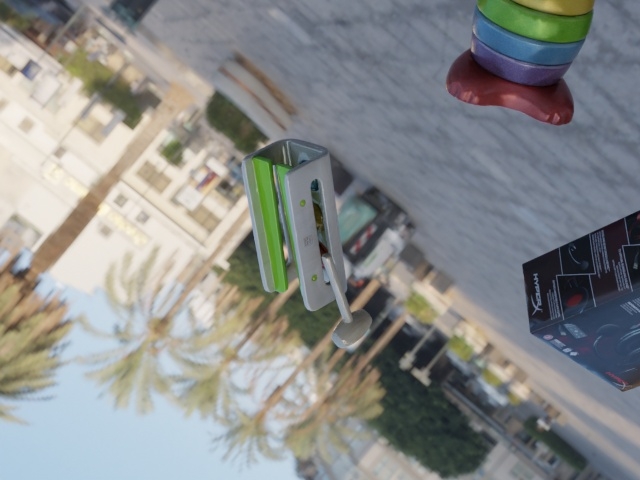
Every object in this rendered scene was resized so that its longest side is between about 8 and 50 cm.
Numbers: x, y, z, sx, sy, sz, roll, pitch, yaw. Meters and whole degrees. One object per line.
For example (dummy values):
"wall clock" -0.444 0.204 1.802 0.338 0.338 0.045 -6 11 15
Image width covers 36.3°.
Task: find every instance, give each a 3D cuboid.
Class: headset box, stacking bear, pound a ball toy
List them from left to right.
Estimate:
"pound a ball toy" 0.000 0.000 1.686 0.208 0.136 0.319 20 130 43
"stacking bear" 0.287 -0.323 1.262 0.176 0.289 0.164 14 -145 -1
"headset box" 0.431 0.058 1.187 0.218 0.293 0.110 32 -135 -35
